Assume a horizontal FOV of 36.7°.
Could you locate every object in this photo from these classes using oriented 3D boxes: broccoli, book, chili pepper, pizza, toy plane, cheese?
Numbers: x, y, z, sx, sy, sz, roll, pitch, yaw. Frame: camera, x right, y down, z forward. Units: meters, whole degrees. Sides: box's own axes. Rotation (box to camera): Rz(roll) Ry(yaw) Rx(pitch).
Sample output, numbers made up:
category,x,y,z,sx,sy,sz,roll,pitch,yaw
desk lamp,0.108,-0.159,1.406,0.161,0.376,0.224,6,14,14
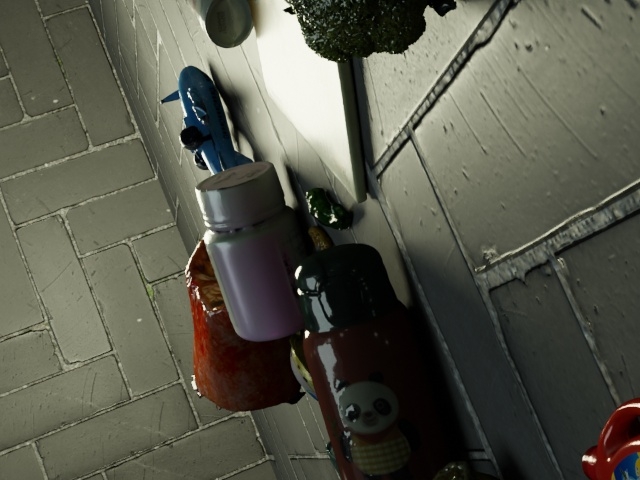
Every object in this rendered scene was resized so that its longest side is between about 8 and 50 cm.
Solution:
category,x,y,z,sx,sy,sz,roll,pitch,yaw
broccoli,0.033,-0.205,0.766,0.130,0.131,0.120,56,-156,2
book,-0.023,-0.201,1.164,0.295,0.020,0.208,-126,20,-48
chili pepper,-0.152,0.137,1.731,0.251,0.229,0.305,-70,-26,-51
pizza,0.000,0.000,1.381,0.083,0.016,0.037,42,156,59
chili pepper,0.011,-0.034,1.252,0.055,0.035,0.118,56,176,-21
toy plane,-0.202,-0.200,1.711,0.271,0.105,0.254,58,178,25
cheese,-0.001,0.188,1.526,0.156,0.064,0.250,44,-169,-25

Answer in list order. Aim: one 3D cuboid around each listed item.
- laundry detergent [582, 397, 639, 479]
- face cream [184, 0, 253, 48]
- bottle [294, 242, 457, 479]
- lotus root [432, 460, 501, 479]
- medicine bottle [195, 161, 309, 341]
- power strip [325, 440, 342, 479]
category,x,y,z,sx,sy,sz,roll,pitch,yaw
laundry detergent,0.224,0.155,0.665,0.165,0.049,0.097,145,111,-77
face cream,-0.173,-0.379,1.383,0.107,0.073,0.269,94,154,-43
bottle,0.059,0.168,1.132,0.144,0.144,0.336,-165,56,-74
lotus root,0.171,0.325,0.995,0.120,0.120,0.210,-153,43,-70
medicine bottle,-0.097,0.016,1.500,0.152,0.152,0.255,-147,39,-68
power strip,0.055,0.340,1.595,0.168,0.054,0.253,57,162,33
